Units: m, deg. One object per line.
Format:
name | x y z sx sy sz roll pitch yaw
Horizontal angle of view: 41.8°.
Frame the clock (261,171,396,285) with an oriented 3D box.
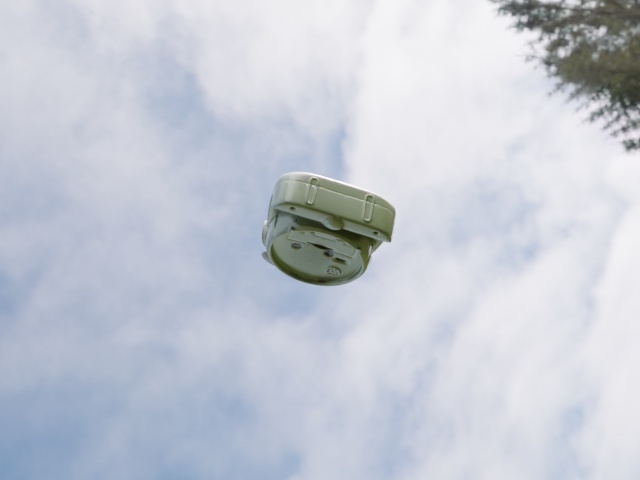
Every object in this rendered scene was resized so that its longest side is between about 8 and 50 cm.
clock | 0.000 0.000 1.044 0.191 0.152 0.062 116 168 -55
